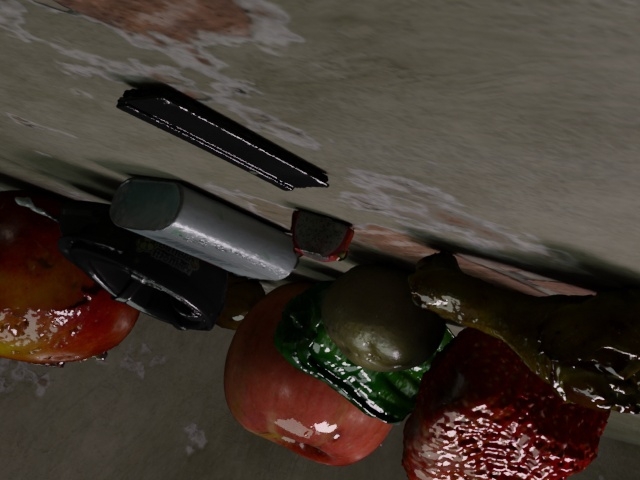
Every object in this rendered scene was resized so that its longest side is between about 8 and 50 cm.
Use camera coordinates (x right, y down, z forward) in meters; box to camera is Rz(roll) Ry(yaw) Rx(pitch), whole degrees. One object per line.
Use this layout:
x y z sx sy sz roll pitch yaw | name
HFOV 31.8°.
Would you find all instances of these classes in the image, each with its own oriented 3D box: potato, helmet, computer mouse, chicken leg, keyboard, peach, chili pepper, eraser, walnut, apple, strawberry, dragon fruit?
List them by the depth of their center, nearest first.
-0.088 -0.097 1.096 0.072 0.023 0.231 0 162 45 | keyboard
0.259 0.105 1.252 0.361 0.140 0.211 12 179 16 | chicken leg
0.000 0.000 1.422 0.083 0.056 0.060 15 171 10 | dragon fruit
0.248 0.244 1.599 0.267 0.312 0.351 39 -178 29 | strawberry
-0.164 -0.014 1.614 0.174 0.081 0.227 4 163 47 | eraser
0.089 0.110 1.643 0.178 0.160 0.235 47 174 -16 | potato
-0.262 0.022 1.792 0.279 0.160 0.230 35 160 -9 | helmet
-0.343 -0.007 1.939 0.379 0.090 0.167 26 -156 -25 | computer mouse
0.091 0.193 2.019 0.385 0.213 0.167 26 -171 -29 | chili pepper
-0.544 0.086 2.235 0.353 0.339 0.416 12 174 41 | peach
-0.008 0.257 2.241 0.364 0.364 0.364 18 172 3 | apple
-0.198 0.136 2.539 0.137 0.137 0.245 23 171 -27 | walnut
